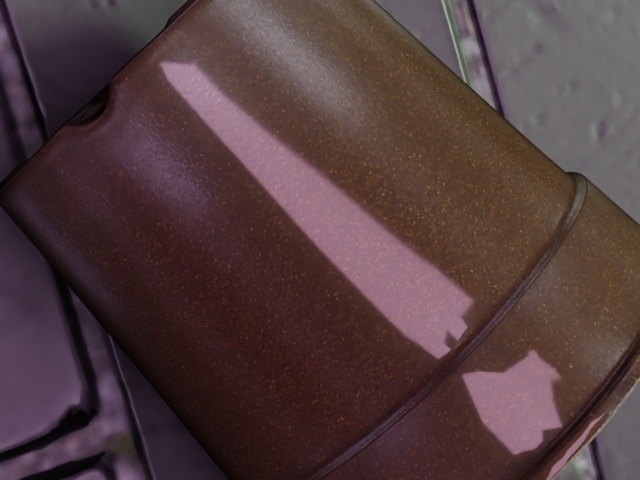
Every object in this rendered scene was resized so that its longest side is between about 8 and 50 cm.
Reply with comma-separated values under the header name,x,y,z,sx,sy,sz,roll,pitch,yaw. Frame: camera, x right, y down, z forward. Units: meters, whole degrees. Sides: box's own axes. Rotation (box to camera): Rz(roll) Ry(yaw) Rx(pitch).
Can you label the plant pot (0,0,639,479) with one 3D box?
name,x,y,z,sx,sy,sz,roll,pitch,yaw
plant pot,0.000,0.000,0.548,0.167,0.167,0.165,-45,98,-13
